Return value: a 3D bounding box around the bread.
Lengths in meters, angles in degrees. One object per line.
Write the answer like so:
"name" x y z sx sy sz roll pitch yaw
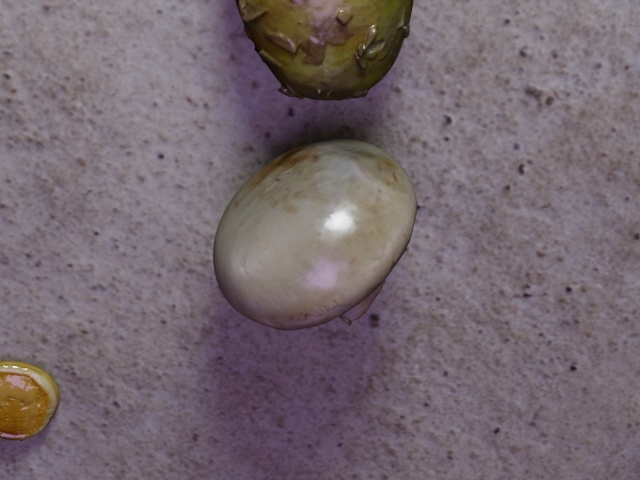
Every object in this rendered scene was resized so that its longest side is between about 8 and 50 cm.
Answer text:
"bread" -0.355 0.185 1.642 0.110 0.024 0.110 -2 121 -4

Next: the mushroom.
"mushroom" 0.000 0.000 1.452 0.226 0.226 0.178 -35 123 15

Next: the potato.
"potato" -0.001 -0.270 1.341 0.176 0.141 0.298 -15 121 -6
